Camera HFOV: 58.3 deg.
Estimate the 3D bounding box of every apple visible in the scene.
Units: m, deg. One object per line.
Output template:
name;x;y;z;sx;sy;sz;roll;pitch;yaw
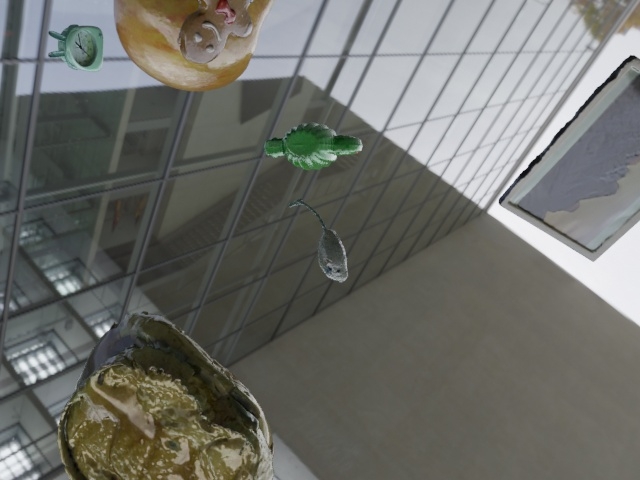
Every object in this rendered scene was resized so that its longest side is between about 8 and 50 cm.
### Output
apple;-0.274;-0.536;1.311;0.333;0.400;0.400;14;-147;3

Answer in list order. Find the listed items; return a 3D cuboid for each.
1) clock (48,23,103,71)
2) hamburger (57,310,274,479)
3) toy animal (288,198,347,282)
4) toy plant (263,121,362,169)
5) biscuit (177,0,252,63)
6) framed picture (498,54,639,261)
clock;-0.543;-0.432;1.281;0.041;0.101;0.135;15;-163;18
hamburger;-0.181;0.231;0.692;0.285;0.265;0.134;39;-159;8
toy animal;0.005;-0.007;1.500;0.079;0.070;0.253;-26;-96;-7
toy plant;0.002;-0.179;1.100;0.154;0.088;0.240;0;-175;36
biscuit;-0.127;-0.334;0.793;0.031;0.205;0.138;30;177;25
framed picture;0.410;-0.103;0.813;0.192;0.265;0.018;27;-146;-11
